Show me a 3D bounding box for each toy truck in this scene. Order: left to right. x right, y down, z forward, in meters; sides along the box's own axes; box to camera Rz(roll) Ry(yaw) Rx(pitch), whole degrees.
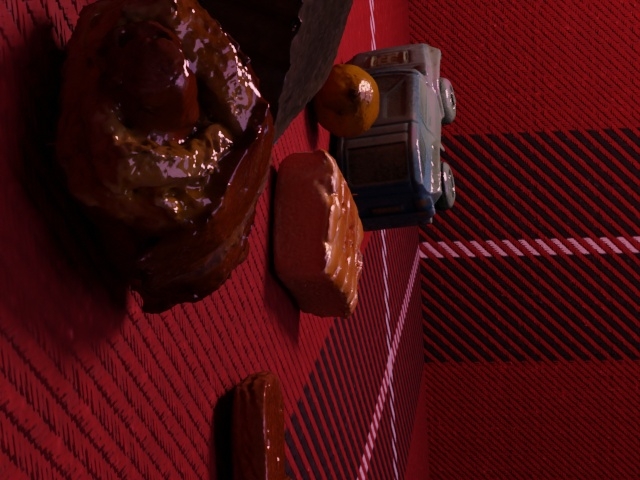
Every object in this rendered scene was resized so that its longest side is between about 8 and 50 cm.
[{"bbox_3d":[0.098,-0.144,1.585,0.156,0.155,0.278,62,27,-53],"label":"toy truck"}]

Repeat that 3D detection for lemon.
[{"bbox_3d":[0.030,-0.163,1.377,0.110,0.082,0.082,71,19,-74],"label":"lemon"}]

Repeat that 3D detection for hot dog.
[{"bbox_3d":[-0.073,-0.040,0.621,0.213,0.103,0.146,70,20,-67],"label":"hot dog"}]

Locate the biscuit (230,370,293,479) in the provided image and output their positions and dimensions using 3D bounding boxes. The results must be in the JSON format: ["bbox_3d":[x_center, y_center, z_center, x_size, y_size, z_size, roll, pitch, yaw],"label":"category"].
[{"bbox_3d":[-0.046,0.200,0.965,0.186,0.036,0.192,-30,118,-83],"label":"biscuit"}]

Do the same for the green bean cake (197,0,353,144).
[{"bbox_3d":[-0.029,-0.172,0.812,0.185,0.094,0.183,-68,177,-59],"label":"green bean cake"}]

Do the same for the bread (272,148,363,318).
[{"bbox_3d":[0.000,0.000,1.187,0.188,0.068,0.125,63,27,-70],"label":"bread"}]
